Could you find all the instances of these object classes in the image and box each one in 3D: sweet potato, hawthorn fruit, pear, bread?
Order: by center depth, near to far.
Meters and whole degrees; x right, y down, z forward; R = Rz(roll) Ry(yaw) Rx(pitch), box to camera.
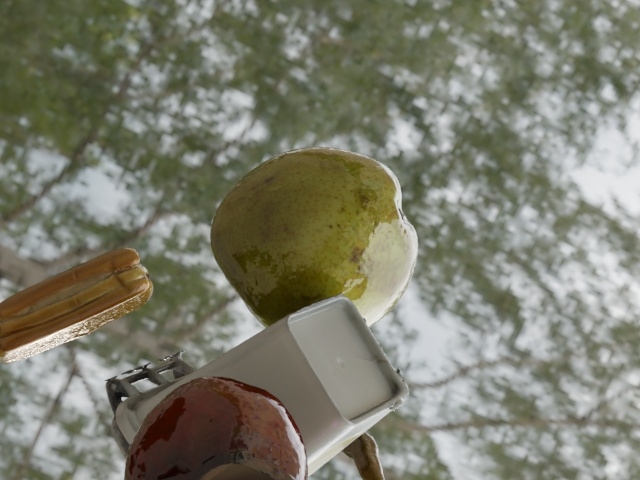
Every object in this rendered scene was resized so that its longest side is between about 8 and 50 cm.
[{"bbox_3d":[-0.294,0.076,1.728,0.200,0.077,0.116,-24,179,-11],"label":"bread"},{"bbox_3d":[-0.121,0.254,1.734,0.215,0.215,0.250,-48,-158,35],"label":"hawthorn fruit"},{"bbox_3d":[0.000,0.000,2.219,0.304,0.304,0.304,-48,-152,36],"label":"pear"},{"bbox_3d":[0.062,0.324,2.284,0.053,0.054,0.182,-59,-147,8],"label":"sweet potato"}]

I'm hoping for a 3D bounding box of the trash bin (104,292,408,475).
[{"bbox_3d":[-0.092,0.231,2.092,0.367,0.255,0.296,-38,-103,32],"label":"trash bin"}]
